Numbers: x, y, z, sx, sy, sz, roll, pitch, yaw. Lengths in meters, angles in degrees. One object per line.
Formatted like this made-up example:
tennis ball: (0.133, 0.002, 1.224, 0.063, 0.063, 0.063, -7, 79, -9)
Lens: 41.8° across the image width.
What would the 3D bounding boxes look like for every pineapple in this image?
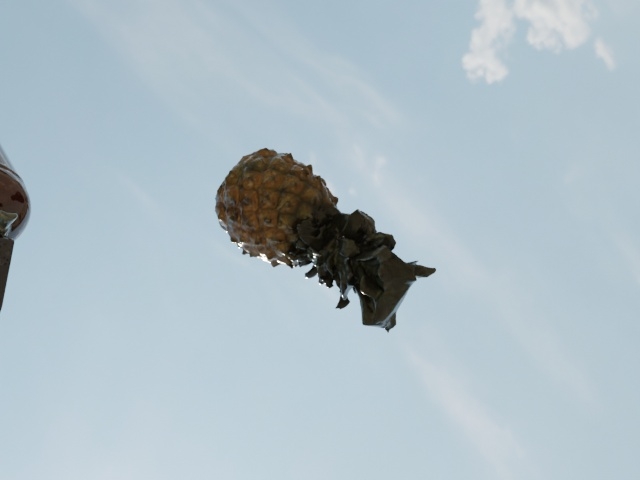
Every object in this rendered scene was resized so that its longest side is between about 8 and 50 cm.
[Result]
pineapple: (-0.001, 0.000, 0.896, 0.248, 0.128, 0.128, 35, -152, 31)

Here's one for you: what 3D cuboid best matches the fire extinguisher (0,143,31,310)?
fire extinguisher: (-0.379, -0.050, 0.873, 0.102, 0.138, 0.344, 17, -155, -48)
